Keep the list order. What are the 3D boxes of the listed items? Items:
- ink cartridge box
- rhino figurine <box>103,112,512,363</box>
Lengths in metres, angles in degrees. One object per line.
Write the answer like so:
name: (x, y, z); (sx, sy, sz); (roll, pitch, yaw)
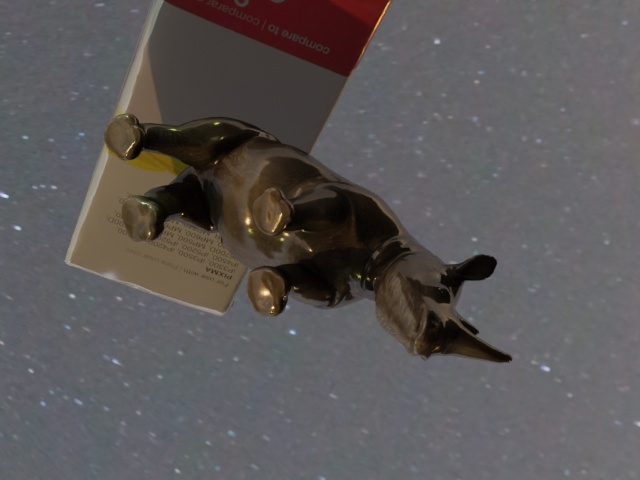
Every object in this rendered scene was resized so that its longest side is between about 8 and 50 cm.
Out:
ink cartridge box: (-0.072, -0.165, 0.978); (0.160, 0.279, 0.384); (20, -50, -11)
rhino figurine: (0.000, 0.000, 0.604); (0.106, 0.243, 0.073); (-10, -55, -56)
